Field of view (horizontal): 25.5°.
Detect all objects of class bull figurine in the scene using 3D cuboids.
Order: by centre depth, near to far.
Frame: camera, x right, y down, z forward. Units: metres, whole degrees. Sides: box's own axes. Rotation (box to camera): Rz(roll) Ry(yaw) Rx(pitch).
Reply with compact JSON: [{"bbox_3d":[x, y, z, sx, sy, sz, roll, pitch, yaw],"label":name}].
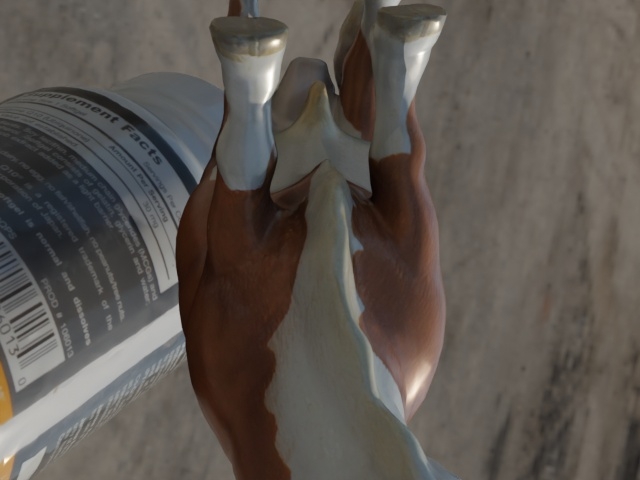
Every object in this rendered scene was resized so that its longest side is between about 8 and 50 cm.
[{"bbox_3d":[0.000,0.000,0.509,0.310,0.101,0.188,-111,-158,-67],"label":"bull figurine"}]

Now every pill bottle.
[{"bbox_3d":[-0.143,0.017,0.685,0.278,0.162,0.162,-37,135,-53],"label":"pill bottle"}]
